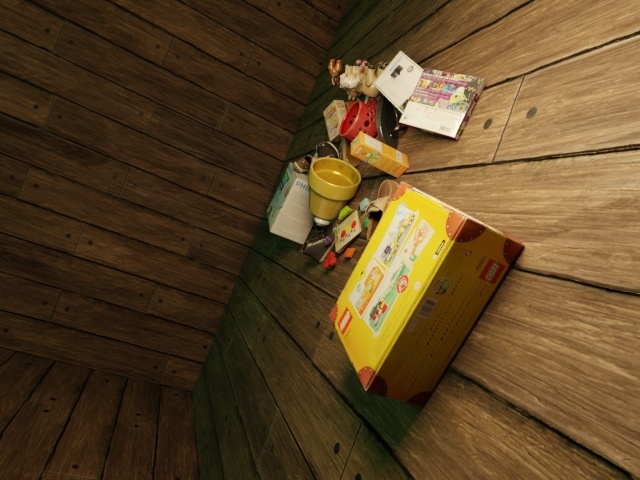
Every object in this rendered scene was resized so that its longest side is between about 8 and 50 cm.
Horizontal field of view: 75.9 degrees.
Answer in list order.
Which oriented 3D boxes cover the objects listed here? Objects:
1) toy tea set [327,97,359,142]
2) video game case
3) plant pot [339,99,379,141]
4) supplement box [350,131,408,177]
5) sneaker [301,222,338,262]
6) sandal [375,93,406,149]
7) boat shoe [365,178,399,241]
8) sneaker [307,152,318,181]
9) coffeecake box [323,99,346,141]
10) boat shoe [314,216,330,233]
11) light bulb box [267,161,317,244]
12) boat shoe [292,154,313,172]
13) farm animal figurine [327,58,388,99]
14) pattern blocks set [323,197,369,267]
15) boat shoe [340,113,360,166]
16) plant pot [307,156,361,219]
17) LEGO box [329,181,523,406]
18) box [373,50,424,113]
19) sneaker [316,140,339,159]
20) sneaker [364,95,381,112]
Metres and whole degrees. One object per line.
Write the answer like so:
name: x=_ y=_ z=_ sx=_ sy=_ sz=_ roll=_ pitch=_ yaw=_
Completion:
toy tea set: x=0.157 y=-0.692 z=2.423 sx=0.336 sy=0.124 sz=0.200 roll=-10 pitch=90 yaw=63
video game case: x=0.417 y=-0.476 z=1.426 sx=0.232 sy=0.042 sz=0.210 roll=29 pitch=98 yaw=37
plant pot: x=0.211 y=-0.559 z=2.001 sx=0.191 sy=0.174 sz=0.191 roll=-53 pitch=24 yaw=37
supplement box: x=0.234 y=-0.337 z=1.626 sx=0.078 sy=0.233 sz=0.080 roll=-47 pitch=28 yaw=45
sneaker: x=0.000 y=0.000 z=2.037 sx=0.222 sy=0.118 sz=0.083 roll=-61 pitch=21 yaw=15
sandal: x=0.332 y=-0.583 z=1.766 sx=0.107 sy=0.167 sz=0.446 roll=-7 pitch=59 yaw=40
boat shoe: x=0.237 y=-0.110 z=1.556 sx=0.123 sy=0.116 sz=0.324 roll=-43 pitch=31 yaw=48
sneaker: x=0.021 y=-0.405 z=2.314 sx=0.366 sy=0.150 sz=0.135 roll=-77 pitch=-1 yaw=-58
coffeecake box: x=0.093 y=-0.679 z=2.337 sx=0.142 sy=0.068 sz=0.186 roll=-25 pitch=76 yaw=61
boat shoe: x=0.000 y=-0.071 z=2.100 sx=0.228 sy=0.080 sz=0.076 roll=-54 pitch=-18 yaw=-89
light bulb box: x=-0.144 y=-0.233 z=2.490 sx=0.361 sy=0.225 sz=0.358 roll=-62 pitch=21 yaw=18
boat shoe: x=-0.077 y=-0.457 z=2.427 sx=0.095 sy=0.095 sz=0.257 roll=-42 pitch=4 yaw=20
farm animal figurine: x=0.202 y=-0.735 z=1.912 sx=0.327 sy=0.330 sz=0.172 roll=-124 pitch=34 yaw=-56
pattern blocks set: x=0.121 y=-0.036 z=1.869 sx=0.325 sy=0.026 sz=0.285 roll=-36 pitch=41 yaw=46
boat shoe: x=0.154 y=-0.520 z=2.190 sx=0.123 sy=0.123 sz=0.342 roll=140 pitch=137 yaw=-59
plant pot: x=0.046 y=-0.242 z=2.025 sx=0.254 sy=0.254 sz=0.239 roll=-92 pitch=17 yaw=-49
LEGO box: x=0.253 y=0.130 z=1.155 sx=0.500 sy=0.193 sz=0.372 roll=-63 pitch=21 yaw=13
box: x=0.352 y=-0.584 z=1.594 sx=0.169 sy=0.087 sz=0.290 roll=-45 pitch=54 yaw=22
sneaker: x=0.062 y=-0.379 z=2.136 sx=0.107 sy=0.283 sz=0.124 roll=-19 pitch=43 yaw=9
sneaker: x=0.271 y=-0.662 z=2.089 sx=0.128 sy=0.087 sz=0.221 roll=50 pitch=140 yaw=45
